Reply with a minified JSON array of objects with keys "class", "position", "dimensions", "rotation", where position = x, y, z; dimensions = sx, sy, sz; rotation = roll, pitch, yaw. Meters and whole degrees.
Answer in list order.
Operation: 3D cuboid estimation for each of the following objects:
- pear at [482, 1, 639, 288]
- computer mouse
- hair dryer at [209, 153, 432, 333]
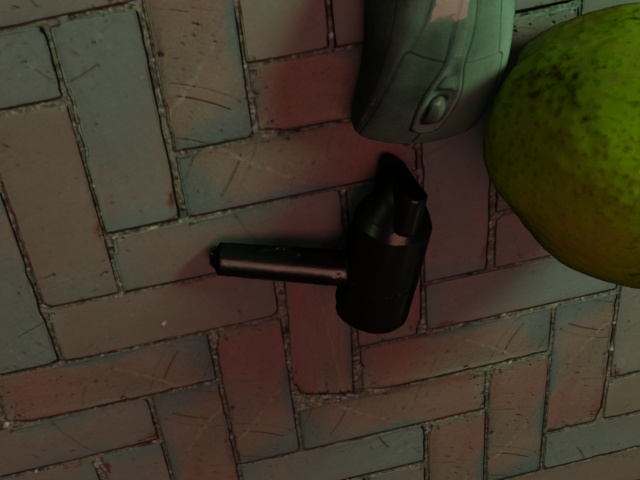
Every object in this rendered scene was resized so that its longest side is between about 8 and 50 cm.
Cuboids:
[{"class":"pear","position":[0.387,-0.119,1.398],"dimensions":[0.391,0.391,0.391],"rotation":[-8,131,-10]},{"class":"computer mouse","position":[0.145,-0.246,1.367],"dimensions":[0.188,0.122,0.371],"rotation":[-3,133,-14]},{"class":"hair dryer","position":[0.000,0.000,1.549],"dimensions":[0.302,0.116,0.244],"rotation":[3,126,-10]}]
